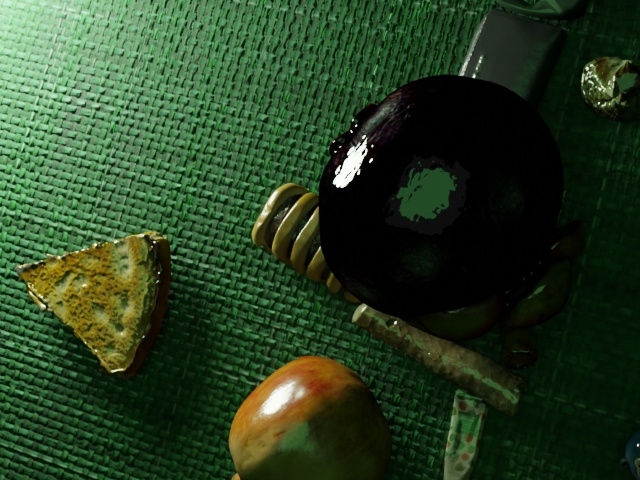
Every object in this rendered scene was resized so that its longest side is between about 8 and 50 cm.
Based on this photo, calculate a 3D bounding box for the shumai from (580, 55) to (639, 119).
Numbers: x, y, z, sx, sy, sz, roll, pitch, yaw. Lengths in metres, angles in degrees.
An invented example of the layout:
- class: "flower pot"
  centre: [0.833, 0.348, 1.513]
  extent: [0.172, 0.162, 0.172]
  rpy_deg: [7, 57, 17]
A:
- class: "shumai"
  centre: [0.466, -0.245, 1.464]
  extent: [0.123, 0.087, 0.099]
  rpy_deg: [19, 89, 18]

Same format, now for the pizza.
- class: "pizza"
  centre: [-0.388, 0.124, 1.648]
  extent: [0.287, 0.074, 0.252]
  rpy_deg: [-10, 80, 14]

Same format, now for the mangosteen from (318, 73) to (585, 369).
- class: "mangosteen"
  centre: [0.206, -0.029, 1.368]
  extent: [0.435, 0.382, 0.382]
  rpy_deg: [41, 94, 2]

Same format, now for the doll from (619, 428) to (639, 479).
- class: "doll"
  centre: [0.515, 0.313, 1.379]
  extent: [0.151, 0.085, 0.114]
  rpy_deg: [-12, 98, 2]

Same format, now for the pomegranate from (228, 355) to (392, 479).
- class: "pomegranate"
  centre: [-0.028, 0.313, 1.439]
  extent: [0.270, 0.252, 0.229]
  rpy_deg: [-35, 96, 6]

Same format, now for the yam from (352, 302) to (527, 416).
- class: "yam"
  centre: [0.188, 0.180, 1.493]
  extent: [0.299, 0.066, 0.066]
  rpy_deg: [28, 90, 16]

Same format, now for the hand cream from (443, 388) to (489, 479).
- class: "hand cream"
  centre: [0.227, 0.321, 1.484]
  extent: [0.057, 0.037, 0.165]
  rpy_deg: [10, 79, 16]

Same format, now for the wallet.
- class: "wallet"
  centre: [0.292, -0.252, 1.535]
  extent: [0.149, 0.044, 0.250]
  rpy_deg: [24, 89, 20]

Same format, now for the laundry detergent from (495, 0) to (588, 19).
- class: "laundry detergent"
  centre: [0.333, -0.440, 1.530]
  extent: [0.221, 0.078, 0.144]
  rpy_deg: [14, 86, 15]

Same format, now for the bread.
- class: "bread"
  centre: [0.000, 0.000, 1.557]
  extent: [0.225, 0.081, 0.134]
  rpy_deg: [28, 90, 15]
